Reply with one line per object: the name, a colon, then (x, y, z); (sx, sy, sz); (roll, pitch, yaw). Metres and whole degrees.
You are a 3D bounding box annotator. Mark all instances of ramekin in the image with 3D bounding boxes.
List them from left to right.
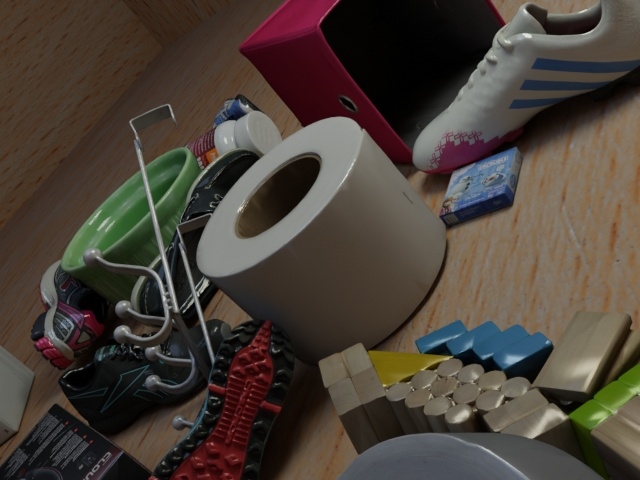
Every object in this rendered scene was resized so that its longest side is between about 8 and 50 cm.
ramekin: (-0.298, -0.010, 1.395); (0.303, 0.148, 0.303); (-33, 26, 18)

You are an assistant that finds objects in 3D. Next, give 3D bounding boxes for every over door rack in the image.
over door rack: (-0.194, 0.039, 0.947); (0.108, 0.239, 0.324); (-9, 54, 1)

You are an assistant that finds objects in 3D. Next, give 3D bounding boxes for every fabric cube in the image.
fabric cube: (0.082, -0.288, 1.178); (0.259, 0.254, 0.258); (-49, 26, -16)

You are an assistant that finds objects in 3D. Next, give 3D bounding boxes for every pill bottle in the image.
pill bottle: (-0.187, -0.158, 1.512); (0.221, 0.121, 0.121); (-25, 29, 32)

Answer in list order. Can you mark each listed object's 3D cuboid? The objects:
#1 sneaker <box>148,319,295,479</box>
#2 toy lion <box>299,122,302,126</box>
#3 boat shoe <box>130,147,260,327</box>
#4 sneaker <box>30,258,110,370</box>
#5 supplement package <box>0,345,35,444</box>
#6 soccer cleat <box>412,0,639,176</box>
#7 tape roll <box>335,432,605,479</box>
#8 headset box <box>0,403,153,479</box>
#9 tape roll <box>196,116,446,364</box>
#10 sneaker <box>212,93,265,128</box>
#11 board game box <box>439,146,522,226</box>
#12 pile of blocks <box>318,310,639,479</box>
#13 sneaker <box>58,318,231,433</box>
sneaker: (-0.094, 0.217, 0.825); (0.262, 0.104, 0.125); (-63, -8, -15)
toy lion: (0.008, -0.209, 1.428); (0.096, 0.034, 0.100); (-25, 28, 16)
boat shoe: (-0.170, -0.010, 1.239); (0.113, 0.127, 0.340); (-2, 47, 53)
sneaker: (-0.441, 0.118, 1.439); (0.112, 0.121, 0.299); (-34, 32, 5)
supplement package: (-0.599, 0.286, 1.394); (0.105, 0.105, 0.179); (-37, 25, 7)
soccer cleat: (0.233, -0.203, 0.951); (0.331, 0.143, 0.116); (-28, 28, 28)
tape roll: (0.083, 0.218, 0.432); (0.219, 0.072, 0.219); (-13, 71, 43)
headset box: (-0.297, 0.327, 0.884); (0.218, 0.110, 0.293); (-52, 27, -22)
tape roll: (0.000, 0.000, 0.913); (0.246, 0.169, 0.246); (-32, 29, 20)
sneaker: (-0.189, -0.278, 1.780); (0.081, 0.080, 0.211); (-53, 17, -10)
board game box: (0.191, -0.065, 0.932); (0.090, 0.020, 0.090); (-21, 30, 37)
pile of blocks: (0.159, 0.137, 0.560); (0.362, 0.112, 0.149); (2, 36, 46)
sneaker: (-0.242, 0.174, 1.066); (0.267, 0.106, 0.101); (-32, 25, 17)
